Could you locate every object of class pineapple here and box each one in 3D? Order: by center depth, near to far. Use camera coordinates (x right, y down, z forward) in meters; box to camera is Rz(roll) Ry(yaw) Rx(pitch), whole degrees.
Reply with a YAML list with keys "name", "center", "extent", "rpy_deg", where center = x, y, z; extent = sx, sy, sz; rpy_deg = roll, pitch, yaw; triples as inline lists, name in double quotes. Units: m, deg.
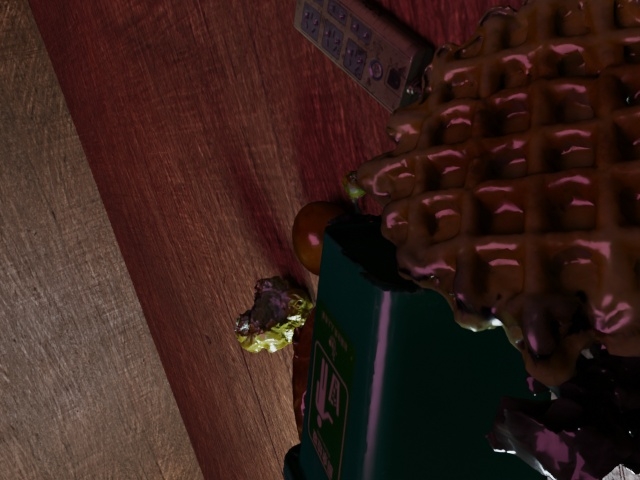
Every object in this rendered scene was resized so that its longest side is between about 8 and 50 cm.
- name: "pineapple"
  center: [0.230, 0.097, 0.445]
  extent: [0.128, 0.248, 0.128]
  rpy_deg: [37, 141, 37]

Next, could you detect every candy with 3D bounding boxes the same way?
- name: "candy"
  center: [0.053, -0.046, 0.864]
  extent: [0.035, 0.035, 0.122]
  rpy_deg: [43, 152, 45]

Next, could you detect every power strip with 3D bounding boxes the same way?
- name: "power strip"
  center: [0.053, -0.233, 0.716]
  extent: [0.268, 0.034, 0.092]
  rpy_deg: [49, 147, 28]

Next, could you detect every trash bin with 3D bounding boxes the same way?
- name: "trash bin"
  center: [0.125, 0.174, 0.645]
  extent: [0.259, 0.295, 0.380]
  rpy_deg: [-131, 39, -63]

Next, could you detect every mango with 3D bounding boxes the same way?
- name: "mango"
  center: [0.002, 0.003, 0.927]
  extent: [0.163, 0.090, 0.111]
  rpy_deg: [103, 147, -61]

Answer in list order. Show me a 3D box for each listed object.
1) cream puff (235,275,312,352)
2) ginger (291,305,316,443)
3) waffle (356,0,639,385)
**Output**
- name: "cream puff"
  center: [-0.082, 0.149, 1.130]
  extent: [0.156, 0.156, 0.121]
  rpy_deg: [38, 155, 41]
- name: "ginger"
  center: [0.072, 0.300, 0.928]
  extent: [0.176, 0.254, 0.418]
  rpy_deg: [-21, 75, 22]
- name: "waffle"
  center: [0.177, -0.066, 0.443]
  extent: [0.073, 0.297, 0.317]
  rpy_deg: [36, -170, -44]
